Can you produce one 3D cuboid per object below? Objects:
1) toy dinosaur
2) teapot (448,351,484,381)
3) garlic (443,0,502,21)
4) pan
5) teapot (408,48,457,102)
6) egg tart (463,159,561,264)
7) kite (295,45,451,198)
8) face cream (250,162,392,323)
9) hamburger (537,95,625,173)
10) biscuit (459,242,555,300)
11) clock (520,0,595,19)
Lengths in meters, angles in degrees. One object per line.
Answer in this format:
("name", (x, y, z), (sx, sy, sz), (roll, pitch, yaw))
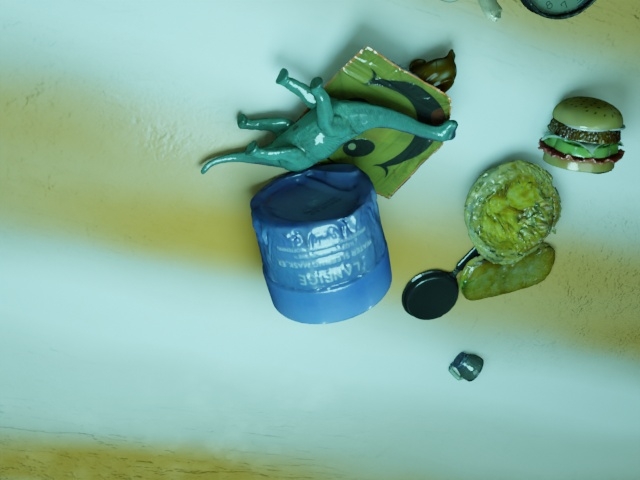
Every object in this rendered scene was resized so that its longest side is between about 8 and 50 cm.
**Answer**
("toy dinosaur", (0.021, -0.170, 1.542), (0.331, 0.129, 0.383), (26, 133, -36))
("teapot", (0.346, 0.304, 1.975), (0.057, 0.066, 0.088), (34, 131, -10))
("garlic", (0.243, -0.453, 1.375), (0.199, 0.226, 0.199), (-11, 152, -6))
("pan", (0.284, 0.091, 1.840), (0.136, 0.028, 0.235), (36, 105, -32))
("teapot", (0.202, -0.311, 1.549), (0.129, 0.078, 0.098), (-33, 165, 14))
("egg tart", (0.393, -0.066, 1.742), (0.252, 0.098, 0.232), (15, 109, -28))
("kite", (0.087, -0.210, 1.566), (0.327, 0.013, 0.377), (-6, 138, 3))
("face cream", (0.000, 0.000, 1.571), (0.249, 0.249, 0.225), (-18, 121, -5))
("hamburger", (0.531, -0.218, 1.650), (0.175, 0.175, 0.137), (-1, 114, -16))
("biscuit", (0.423, 0.069, 1.859), (0.247, 0.029, 0.118), (-11, 126, -19))
("clock", (0.451, -0.500, 1.524), (0.184, 0.040, 0.184), (-8, 122, -12))
